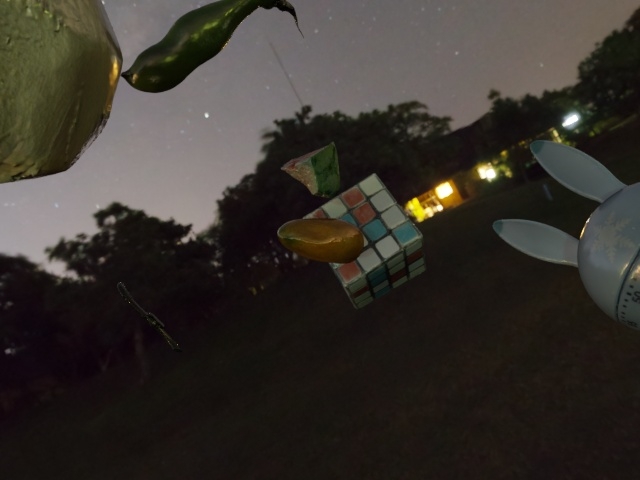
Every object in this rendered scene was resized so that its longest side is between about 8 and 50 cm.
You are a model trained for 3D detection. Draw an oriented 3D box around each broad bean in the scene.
[{"bbox_3d":[-0.161,-0.313,0.790,0.318,0.098,0.056,-31,20,-24],"label":"broad bean"}]

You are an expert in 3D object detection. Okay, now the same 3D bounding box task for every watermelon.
[{"bbox_3d":[-0.028,-0.178,1.184,0.098,0.158,0.121,-23,-39,-47],"label":"watermelon"}]

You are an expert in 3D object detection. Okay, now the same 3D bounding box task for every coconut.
[{"bbox_3d":[-0.311,-0.156,0.483,0.230,0.227,0.227,-67,-16,18],"label":"coconut"}]

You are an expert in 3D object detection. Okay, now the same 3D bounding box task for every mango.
[{"bbox_3d":[0.003,-0.001,1.005,0.164,0.089,0.115,7,12,11],"label":"mango"}]

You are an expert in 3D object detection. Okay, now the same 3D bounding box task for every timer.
[{"bbox_3d":[0.333,-0.002,0.556,0.175,0.175,0.255,-28,25,0],"label":"timer"}]

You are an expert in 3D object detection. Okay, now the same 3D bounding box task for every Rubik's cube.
[{"bbox_3d":[0.133,0.010,1.497,0.253,0.259,0.256,-30,-26,-1],"label":"Rubik's cube"}]

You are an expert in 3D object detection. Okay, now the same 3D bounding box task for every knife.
[{"bbox_3d":[-0.394,0.174,1.177,0.021,0.222,0.045,-45,-8,0],"label":"knife"}]
